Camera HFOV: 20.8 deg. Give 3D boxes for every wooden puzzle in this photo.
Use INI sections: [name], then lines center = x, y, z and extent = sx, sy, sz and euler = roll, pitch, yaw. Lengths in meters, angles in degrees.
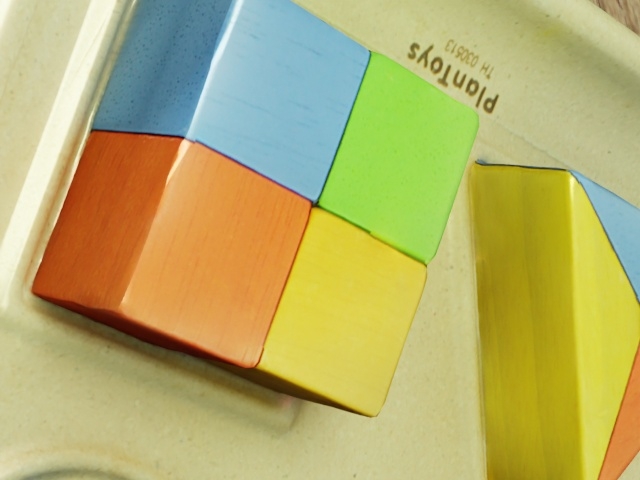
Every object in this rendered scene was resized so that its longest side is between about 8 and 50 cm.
[wooden puzzle]
center = 0.009, 0.077, 0.518
extent = 0.322, 0.080, 0.347
euler = 26, 83, -39
